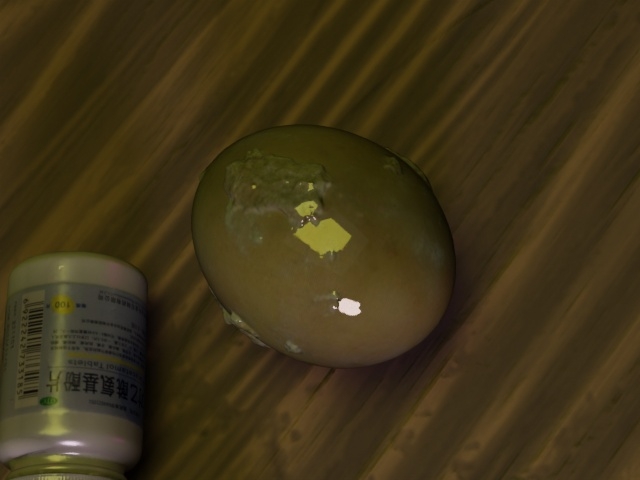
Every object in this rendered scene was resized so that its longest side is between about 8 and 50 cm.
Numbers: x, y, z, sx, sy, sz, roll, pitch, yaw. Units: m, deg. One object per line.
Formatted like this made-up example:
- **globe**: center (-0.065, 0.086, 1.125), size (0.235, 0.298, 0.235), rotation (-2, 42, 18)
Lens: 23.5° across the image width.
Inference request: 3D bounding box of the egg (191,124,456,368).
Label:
- **egg**: center (0.001, 0.001, 1.050), size (0.201, 0.164, 0.164), rotation (30, 80, 31)

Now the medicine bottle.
- **medicine bottle**: center (-0.176, 0.109, 1.091), size (0.103, 0.103, 0.187), rotation (-7, 66, 15)
